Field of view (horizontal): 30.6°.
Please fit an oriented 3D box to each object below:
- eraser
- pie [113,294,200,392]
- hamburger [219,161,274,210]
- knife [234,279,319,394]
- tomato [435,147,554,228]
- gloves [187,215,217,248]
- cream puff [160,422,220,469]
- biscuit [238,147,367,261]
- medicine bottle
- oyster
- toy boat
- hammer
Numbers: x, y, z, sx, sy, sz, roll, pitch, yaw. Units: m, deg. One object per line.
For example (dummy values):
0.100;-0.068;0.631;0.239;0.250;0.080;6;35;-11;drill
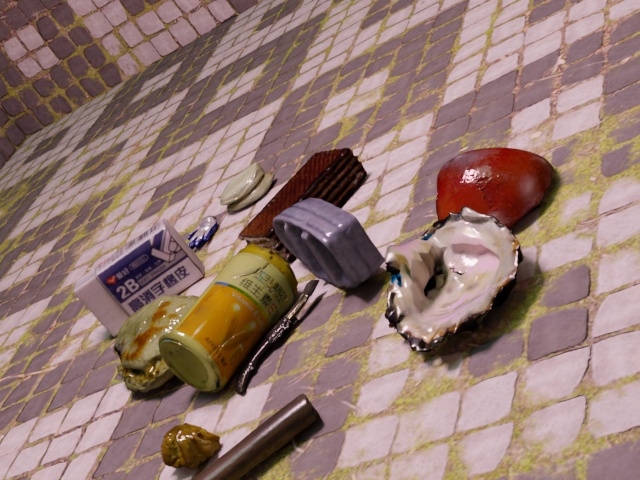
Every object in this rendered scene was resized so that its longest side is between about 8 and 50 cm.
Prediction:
-0.333;0.069;2.152;0.210;0.124;0.068;-35;23;6;eraser
-0.262;0.156;1.924;0.201;0.090;0.248;-47;20;-16;pie
-0.153;-0.097;2.314;0.121;0.054;0.084;-25;29;32;hamburger
-0.067;0.143;1.750;0.045;0.021;0.222;-6;41;53;knife
0.234;-0.087;1.658;0.173;0.099;0.189;-24;24;34;tomato
-0.235;-0.011;2.296;0.064;0.026;0.086;-22;31;36;gloves
-0.183;0.279;1.605;0.083;0.058;0.083;-36;21;-2;cream puff
-0.032;-0.057;2.030;0.252;0.070;0.106;-49;24;-26;biscuit
-0.132;0.112;1.782;0.124;0.124;0.239;-8;35;50;medicine bottle
0.164;0.048;1.523;0.198;0.092;0.259;-37;34;-1;oyster
0.000;0.000;1.794;0.078;0.127;0.283;-40;20;-10;toy boat
-0.181;0.347;1.494;0.440;0.044;0.168;-37;24;-3;hammer
